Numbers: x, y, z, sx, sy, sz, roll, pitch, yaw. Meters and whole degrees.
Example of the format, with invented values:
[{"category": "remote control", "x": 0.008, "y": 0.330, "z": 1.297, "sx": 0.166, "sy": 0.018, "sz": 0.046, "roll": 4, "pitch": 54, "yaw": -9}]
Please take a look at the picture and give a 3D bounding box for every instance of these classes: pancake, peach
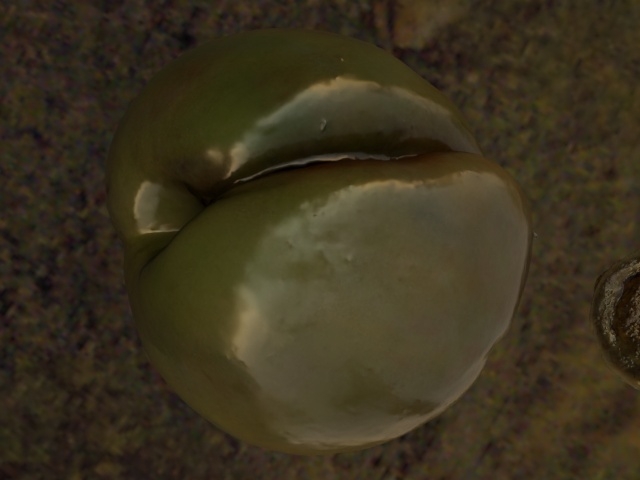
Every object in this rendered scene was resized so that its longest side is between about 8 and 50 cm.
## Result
[{"category": "pancake", "x": 0.305, "y": 0.067, "z": 1.215, "sx": 0.022, "sy": 0.139, "sz": 0.139, "roll": 25, "pitch": 95, "yaw": -54}, {"category": "peach", "x": 0.000, "y": -0.001, "z": 0.912, "sx": 0.247, "sy": 0.292, "sz": 0.292, "roll": -46, "pitch": 162, "yaw": 25}]
